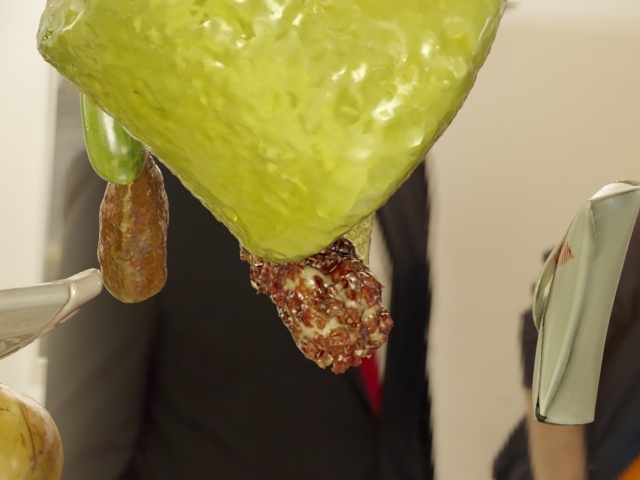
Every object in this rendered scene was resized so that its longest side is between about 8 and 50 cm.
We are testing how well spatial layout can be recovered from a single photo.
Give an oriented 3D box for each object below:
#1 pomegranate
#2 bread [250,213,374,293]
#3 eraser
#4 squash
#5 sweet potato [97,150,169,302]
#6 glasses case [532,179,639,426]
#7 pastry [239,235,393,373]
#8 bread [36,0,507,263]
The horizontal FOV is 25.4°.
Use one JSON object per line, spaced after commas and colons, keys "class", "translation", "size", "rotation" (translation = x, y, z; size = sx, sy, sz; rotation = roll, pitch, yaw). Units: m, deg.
{"class": "pomegranate", "translation": [-0.416, 0.266, 1.709], "size": [0.215, 0.215, 0.215], "rotation": [4, 6, 0]}
{"class": "bread", "translation": [0.000, 0.000, 1.685], "size": [0.127, 0.147, 0.152], "rotation": [13, -17, -36]}
{"class": "eraser", "translation": [-0.323, 0.087, 1.223], "size": [0.204, 0.059, 0.243], "rotation": [-7, -17, -36]}
{"class": "squash", "translation": [-0.226, -0.159, 1.526], "size": [0.066, 0.201, 0.066], "rotation": [-7, 3, 0]}
{"class": "sweet potato", "translation": [-0.236, -0.024, 1.802], "size": [0.097, 0.252, 0.097], "rotation": [5, 42, -5]}
{"class": "glasses case", "translation": [0.303, 0.074, 1.698], "size": [0.083, 0.308, 0.128], "rotation": [19, 15, 35]}
{"class": "pastry", "translation": [-0.013, 0.025, 1.353], "size": [0.097, 0.115, 0.208], "rotation": [-16, 56, -27]}
{"class": "bread", "translation": [-0.037, -0.187, 1.153], "size": [0.307, 0.348, 0.348], "rotation": [38, -1, -13]}
